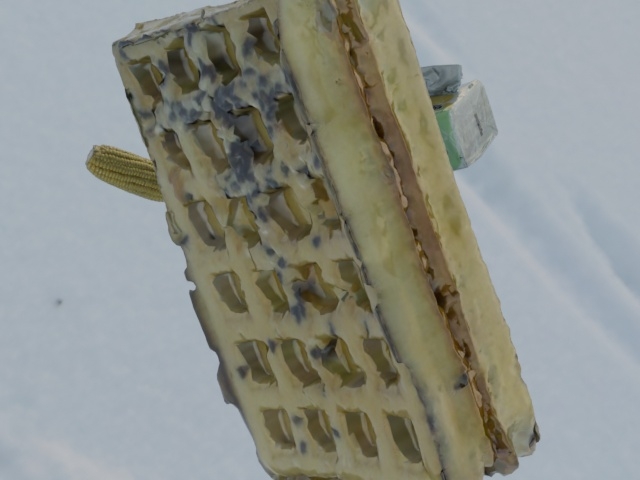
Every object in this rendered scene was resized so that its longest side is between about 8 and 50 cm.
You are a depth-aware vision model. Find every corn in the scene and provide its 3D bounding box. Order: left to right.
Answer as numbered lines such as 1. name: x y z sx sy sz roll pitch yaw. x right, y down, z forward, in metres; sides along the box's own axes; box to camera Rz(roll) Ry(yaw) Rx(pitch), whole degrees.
1. corn: -0.163 -0.059 1.307 0.092 0.037 0.037 22 47 -27

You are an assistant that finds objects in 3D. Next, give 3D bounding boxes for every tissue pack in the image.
1. tissue pack: 0.116 -0.170 2.162 0.159 0.229 0.145 -45 119 -56

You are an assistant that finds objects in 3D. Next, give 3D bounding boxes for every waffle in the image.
1. waffle: 0.000 0.000 1.068 0.114 0.261 0.376 -25 102 -30
